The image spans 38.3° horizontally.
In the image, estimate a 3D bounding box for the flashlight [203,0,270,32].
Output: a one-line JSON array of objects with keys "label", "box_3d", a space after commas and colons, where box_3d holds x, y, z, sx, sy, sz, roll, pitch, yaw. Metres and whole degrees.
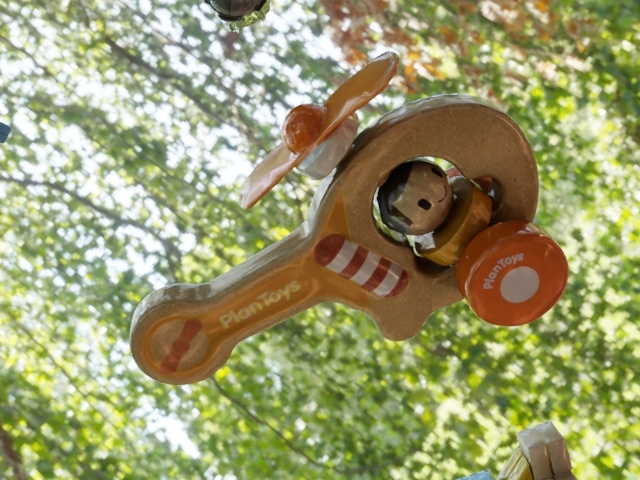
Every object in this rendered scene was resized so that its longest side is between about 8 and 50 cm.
[{"label": "flashlight", "box_3d": [-0.089, -0.265, 0.860, 0.103, 0.103, 0.304, -33, -2, -2]}]

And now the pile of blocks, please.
[{"label": "pile of blocks", "box_3d": [0.165, 0.364, 0.976, 0.112, 0.149, 0.362, -116, 48, -73]}]

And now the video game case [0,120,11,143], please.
[{"label": "video game case", "box_3d": [-0.293, -0.113, 0.587, 0.015, 0.166, 0.119, -64, -26, 2]}]

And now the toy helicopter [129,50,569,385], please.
[{"label": "toy helicopter", "box_3d": [0.000, 0.000, 0.724, 0.355, 0.140, 0.235, -28, -59, 4]}]
